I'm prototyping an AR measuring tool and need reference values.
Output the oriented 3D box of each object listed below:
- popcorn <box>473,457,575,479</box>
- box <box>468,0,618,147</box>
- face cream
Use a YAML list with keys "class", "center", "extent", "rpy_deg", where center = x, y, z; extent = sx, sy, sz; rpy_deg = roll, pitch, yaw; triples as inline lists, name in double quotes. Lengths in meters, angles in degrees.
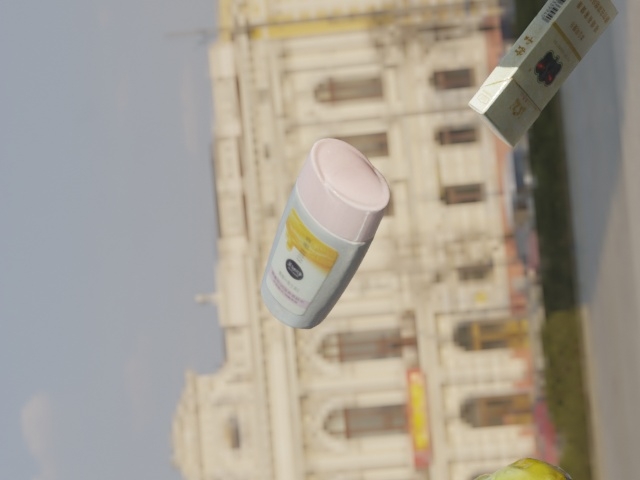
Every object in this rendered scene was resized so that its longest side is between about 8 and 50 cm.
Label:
- class: "popcorn"
  center: [0.139, 0.284, 1.154]
  extent: [0.276, 0.225, 0.276]
  rpy_deg: [44, 142, 49]
- class: "box"
  center: [0.211, -0.173, 1.676]
  extent: [0.024, 0.167, 0.090]
  rpy_deg: [38, -179, 32]
- class: "face cream"
  center: [0.000, 0.000, 1.502]
  extent: [0.084, 0.057, 0.198]
  rpy_deg: [45, 147, 16]
